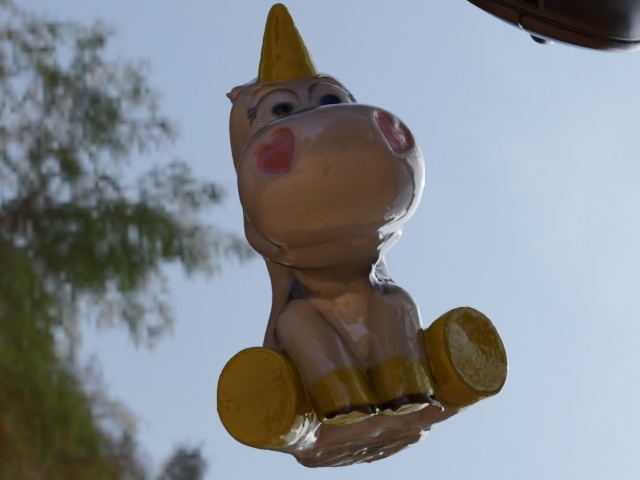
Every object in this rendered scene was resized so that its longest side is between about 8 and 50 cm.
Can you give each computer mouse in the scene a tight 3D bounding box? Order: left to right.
[{"bbox_3d":[0.174,-0.165,1.207,0.120,0.232,0.057,24,-57,21],"label":"computer mouse"}]

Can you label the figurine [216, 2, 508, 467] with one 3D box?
[{"bbox_3d":[0.000,-0.002,0.729,0.109,0.129,0.178,-16,-84,-2],"label":"figurine"}]
